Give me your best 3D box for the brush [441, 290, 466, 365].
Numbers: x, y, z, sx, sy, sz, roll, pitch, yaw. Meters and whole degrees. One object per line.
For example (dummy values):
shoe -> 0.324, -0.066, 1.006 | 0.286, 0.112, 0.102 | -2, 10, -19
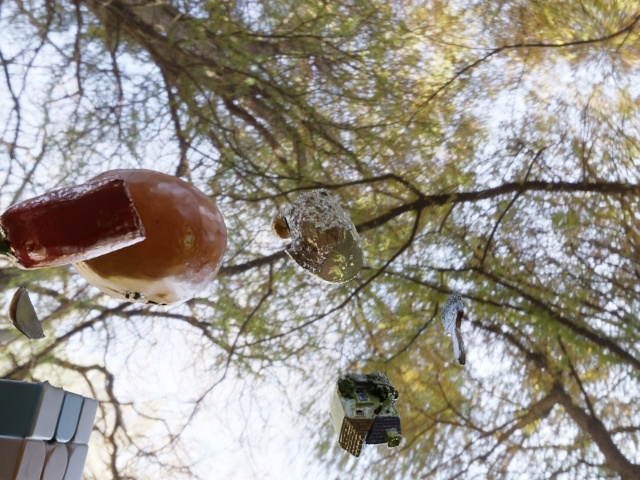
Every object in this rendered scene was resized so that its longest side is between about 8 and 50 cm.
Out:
brush -> 0.246, 0.165, 1.026 | 0.021, 0.196, 0.070 | 20, -63, -2

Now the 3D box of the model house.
model house -> 0.153, 0.529, 1.677 | 0.214, 0.189, 0.195 | 5, -60, -14

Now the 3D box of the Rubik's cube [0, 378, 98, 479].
Rubik's cube -> -0.741, 0.479, 1.222 | 0.347, 0.347, 0.344 | 6, -113, 3

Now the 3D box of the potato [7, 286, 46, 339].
potato -> -0.441, 0.113, 0.823 | 0.037, 0.036, 0.093 | 9, -57, 17

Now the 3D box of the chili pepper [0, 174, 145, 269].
chili pepper -> -0.495, -0.013, 0.993 | 0.131, 0.338, 0.134 | 48, -27, 47

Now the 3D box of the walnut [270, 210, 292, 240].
walnut -> -0.117, -0.035, 1.624 | 0.052, 0.121, 0.091 | -20, -81, 3

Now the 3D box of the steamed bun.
steamed bun -> 0.000, 0.000, 1.372 | 0.170, 0.225, 0.200 | -24, -65, -10

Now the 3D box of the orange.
orange -> -0.463, 0.000, 1.483 | 0.424, 0.424, 0.326 | 0, -110, 27
